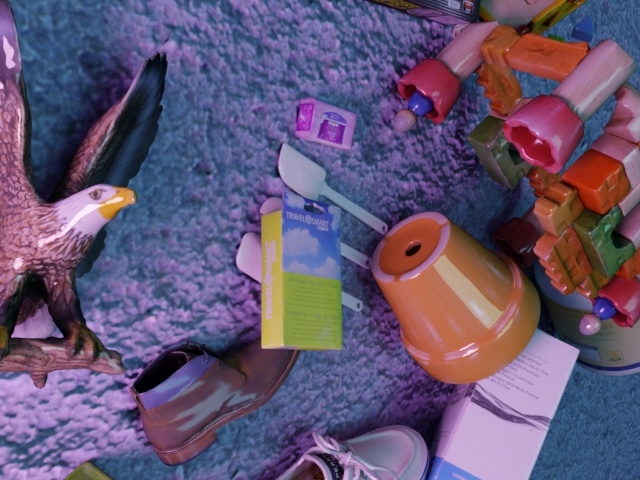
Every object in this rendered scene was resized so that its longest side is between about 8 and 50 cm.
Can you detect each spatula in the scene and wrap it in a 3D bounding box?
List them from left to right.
[{"bbox_3d":[0.000,0.000,0.891,0.242,0.019,0.168,31,72,-45],"label":"spatula"}]

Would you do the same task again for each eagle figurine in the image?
[{"bbox_3d":[-0.235,-0.033,0.567,0.226,0.225,0.299,91,-9,-71],"label":"eagle figurine"}]

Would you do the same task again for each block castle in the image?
[{"bbox_3d":[0.319,-0.075,0.969,0.213,0.303,0.453,-46,130,-5],"label":"block castle"}]

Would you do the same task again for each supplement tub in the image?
[{"bbox_3d":[0.542,0.084,1.287,0.228,0.228,0.316,-51,130,-23],"label":"supplement tub"}]

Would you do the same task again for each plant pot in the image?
[{"bbox_3d":[0.176,0.067,0.955,0.188,0.205,0.205,46,67,-30],"label":"plant pot"}]

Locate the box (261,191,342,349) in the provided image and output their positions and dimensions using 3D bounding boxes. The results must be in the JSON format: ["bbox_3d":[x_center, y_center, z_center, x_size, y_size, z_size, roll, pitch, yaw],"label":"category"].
[{"bbox_3d":[-0.021,0.041,0.807,0.109,0.042,0.178,13,72,-47],"label":"box"}]

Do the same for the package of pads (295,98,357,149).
[{"bbox_3d":[0.008,-0.146,0.851,0.083,0.032,0.050,8,92,-45],"label":"package of pads"}]

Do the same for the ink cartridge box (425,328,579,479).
[{"bbox_3d":[0.266,0.294,1.066,0.308,0.129,0.223,-62,170,-14],"label":"ink cartridge box"}]

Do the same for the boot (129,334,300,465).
[{"bbox_3d":[-0.113,0.146,0.767,0.219,0.082,0.106,-42,128,-28],"label":"boot"}]

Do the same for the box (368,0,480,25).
[{"bbox_3d":[0.122,-0.417,0.880,0.270,0.060,0.216,-2,101,-44],"label":"box"}]

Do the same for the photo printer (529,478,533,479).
[{"bbox_3d":[0.321,0.553,1.256,0.307,0.107,0.256,38,78,-42],"label":"photo printer"}]

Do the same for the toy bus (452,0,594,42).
[{"bbox_3d":[0.322,-0.364,1.051,0.104,0.202,0.191,41,60,-74],"label":"toy bus"}]

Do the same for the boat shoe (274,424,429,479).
[{"bbox_3d":[0.013,0.320,0.886,0.367,0.136,0.157,-21,131,-33],"label":"boat shoe"}]

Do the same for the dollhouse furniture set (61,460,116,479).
[{"bbox_3d":[-0.263,0.397,0.628,0.301,0.151,0.198,-39,124,-31],"label":"dollhouse furniture set"}]
